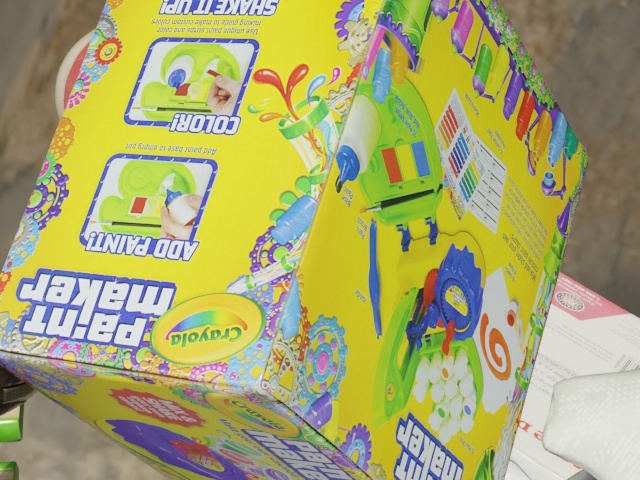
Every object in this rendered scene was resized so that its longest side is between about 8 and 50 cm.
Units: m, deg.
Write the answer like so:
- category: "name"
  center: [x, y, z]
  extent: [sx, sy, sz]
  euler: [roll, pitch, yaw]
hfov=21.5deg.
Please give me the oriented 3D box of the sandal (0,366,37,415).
- category: "sandal"
  center: [-0.240, 0.067, 0.887]
  extent: [0.090, 0.219, 0.060]
  euler: [-44, 56, 49]

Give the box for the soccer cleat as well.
- category: "soccer cleat"
  center: [0.199, 0.191, 0.960]
  extent: [0.116, 0.143, 0.331]
  euler: [-72, -25, -48]

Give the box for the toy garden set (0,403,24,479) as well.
- category: "toy garden set"
  center: [-0.332, 0.157, 1.280]
  extent: [0.049, 0.203, 0.244]
  euler: [88, 178, -53]

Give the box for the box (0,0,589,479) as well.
- category: "box"
  center: [0.000, 0.000, 0.945]
  extent: [0.177, 0.290, 0.279]
  euler: [5, 66, 29]

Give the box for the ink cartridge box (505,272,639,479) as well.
- category: "ink cartridge box"
  center: [0.236, 0.174, 1.681]
  extent: [0.283, 0.207, 0.117]
  euler: [-40, -24, -48]

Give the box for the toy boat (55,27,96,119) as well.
- category: "toy boat"
  center: [-0.067, -0.112, 1.226]
  extent: [0.231, 0.151, 0.151]
  euler: [-41, 42, -25]
